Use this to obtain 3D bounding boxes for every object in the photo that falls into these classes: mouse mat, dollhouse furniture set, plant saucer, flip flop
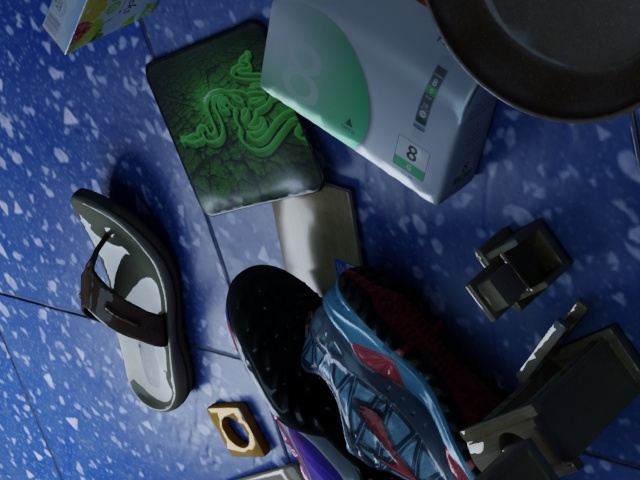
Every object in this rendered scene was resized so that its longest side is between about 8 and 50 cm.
[{"bbox_3d":[-0.078,-0.101,1.261,0.189,0.007,0.153,-12,103,51],"label":"mouse mat"},{"bbox_3d":[0.121,0.102,1.061,0.161,0.182,0.101,55,145,-1],"label":"dollhouse furniture set"},{"bbox_3d":[0.152,-0.171,0.910,0.198,0.036,0.199,19,125,31],"label":"plant saucer"},{"bbox_3d":[-0.201,0.073,1.492,0.112,0.080,0.277,22,134,37],"label":"flip flop"}]

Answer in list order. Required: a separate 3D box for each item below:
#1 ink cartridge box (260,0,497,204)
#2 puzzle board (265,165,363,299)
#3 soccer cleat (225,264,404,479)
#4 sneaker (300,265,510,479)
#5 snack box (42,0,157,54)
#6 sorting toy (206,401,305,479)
[{"bbox_3d":[0.049,-0.158,1.043,0.181,0.056,0.225,36,142,22],"label":"ink cartridge box"},{"bbox_3d":[0.000,0.000,1.264,0.096,0.011,0.128,18,132,38],"label":"puzzle board"},{"bbox_3d":[0.002,0.166,1.312,0.318,0.108,0.116,54,146,-10],"label":"soccer cleat"},{"bbox_3d":[0.082,0.150,1.201,0.262,0.104,0.125,53,128,18],"label":"sneaker"},{"bbox_3d":[-0.164,-0.221,1.191,0.037,0.100,0.141,50,145,7],"label":"snack box"},{"bbox_3d":[-0.033,0.327,1.538,0.348,0.047,0.196,56,145,-3],"label":"sorting toy"}]
